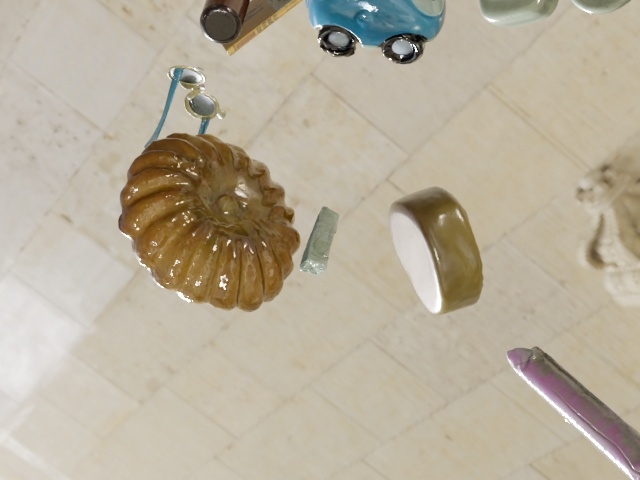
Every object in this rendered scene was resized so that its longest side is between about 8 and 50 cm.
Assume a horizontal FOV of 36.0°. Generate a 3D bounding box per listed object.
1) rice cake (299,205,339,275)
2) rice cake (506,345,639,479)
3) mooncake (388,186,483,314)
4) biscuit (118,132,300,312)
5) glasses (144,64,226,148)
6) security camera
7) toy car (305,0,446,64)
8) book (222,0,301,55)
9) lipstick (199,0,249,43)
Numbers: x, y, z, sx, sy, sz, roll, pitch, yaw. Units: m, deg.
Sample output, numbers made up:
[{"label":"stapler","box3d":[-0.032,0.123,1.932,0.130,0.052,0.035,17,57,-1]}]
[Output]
[{"label":"rice cake","box3d":[0.001,0.000,1.338,0.029,0.033,0.170,-59,-174,26]},{"label":"rice cake","box3d":[0.323,0.209,1.208,0.049,0.055,0.270,-26,-141,-15]},{"label":"mooncake","box3d":[0.216,0.006,1.800,0.117,0.234,0.235,-17,-177,-12]},{"label":"biscuit","box3d":[-0.165,-0.040,1.593,0.107,0.326,0.325,-37,-163,41]},{"label":"glasses","box3d":[-0.318,-0.258,2.133,0.220,0.088,0.189,-57,153,-20]},{"label":"security camera","box3d":[0.386,-0.434,1.588,0.302,0.080,0.157,-2,-97,46]},{"label":"toy car","box3d":[0.100,-0.439,1.755,0.190,0.255,0.188,93,8,-57]},{"label":"book","box3d":[-0.072,-0.328,1.379,0.172,0.012,0.118,-37,-150,3]},{"label":"lipstick","box3d":[-0.111,-0.372,1.343,0.057,0.057,0.356,-45,-158,33]}]
